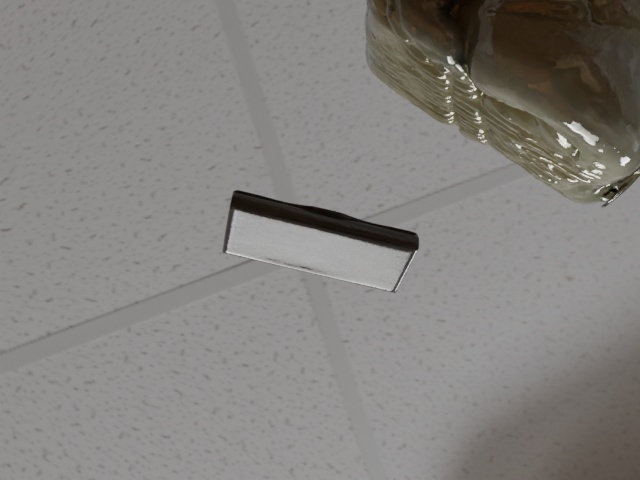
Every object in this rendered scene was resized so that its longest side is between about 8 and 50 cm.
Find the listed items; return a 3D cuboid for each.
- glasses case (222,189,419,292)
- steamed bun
[{"bbox_3d":[-0.001,-0.001,1.062,0.191,0.072,0.042,13,-131,-6],"label":"glasses case"},{"bbox_3d":[0.138,-0.130,0.672,0.211,0.218,0.144,36,-92,13],"label":"steamed bun"}]
